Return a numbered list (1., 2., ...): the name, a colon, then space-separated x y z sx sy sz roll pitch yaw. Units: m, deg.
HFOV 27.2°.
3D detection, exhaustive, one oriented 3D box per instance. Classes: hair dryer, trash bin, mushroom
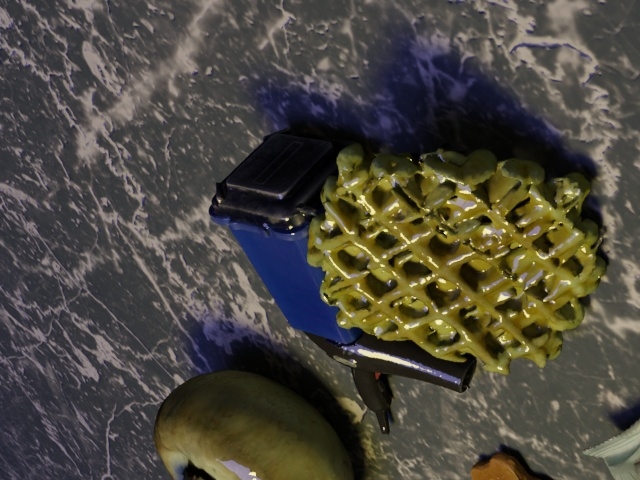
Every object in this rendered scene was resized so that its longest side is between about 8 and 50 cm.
1. hair dryer: 0.098 0.182 1.743 0.236 0.091 0.271 21 151 21
2. trash bin: 0.000 0.000 1.574 0.184 0.162 0.234 14 139 42
3. mushroom: -0.111 0.349 1.961 0.352 0.260 0.352 34 143 30

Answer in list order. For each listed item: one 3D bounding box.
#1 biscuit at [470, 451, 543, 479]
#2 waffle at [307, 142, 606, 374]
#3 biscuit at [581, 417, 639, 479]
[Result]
1. biscuit: 0.274 0.348 1.719 0.184 0.027 0.133 41 146 10
2. waffle: 0.139 0.023 1.402 0.317 0.073 0.297 10 135 9
3. biscuit: 0.445 0.302 1.426 0.309 0.079 0.186 47 145 4
